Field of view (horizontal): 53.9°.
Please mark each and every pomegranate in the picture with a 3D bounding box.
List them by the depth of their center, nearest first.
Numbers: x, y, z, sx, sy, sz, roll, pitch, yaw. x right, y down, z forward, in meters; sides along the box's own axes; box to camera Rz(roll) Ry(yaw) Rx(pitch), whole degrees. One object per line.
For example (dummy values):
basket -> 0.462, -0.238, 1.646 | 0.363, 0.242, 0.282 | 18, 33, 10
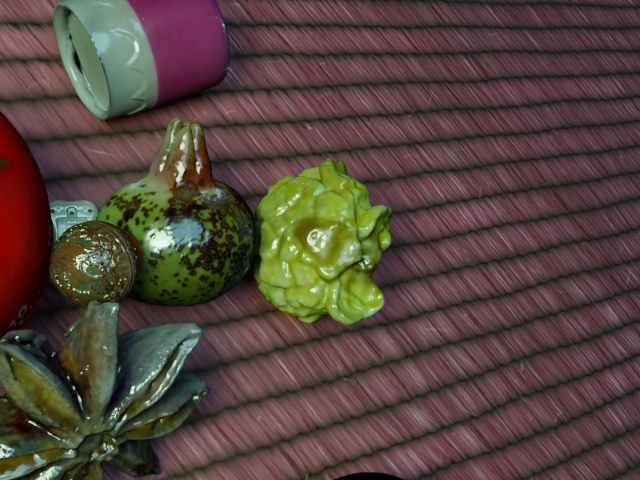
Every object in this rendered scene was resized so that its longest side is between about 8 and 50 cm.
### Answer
pomegranate -> -0.185, -0.038, 0.833 | 0.214, 0.214, 0.247 | 0, 107, -25

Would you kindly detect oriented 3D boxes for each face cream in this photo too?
face cream -> -0.257, -0.282, 0.910 | 0.195, 0.175, 0.175 | -28, 87, -29

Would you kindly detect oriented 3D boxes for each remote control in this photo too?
remote control -> -0.338, 0.004, 0.859 | 0.074, 0.032, 0.122 | -1, 73, -26

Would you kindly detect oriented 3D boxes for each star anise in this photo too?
star anise -> -0.273, 0.196, 0.718 | 0.332, 0.331, 0.117 | -20, 46, -29

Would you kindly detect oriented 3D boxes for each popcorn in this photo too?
popcorn -> 0.008, 0.005, 0.914 | 0.181, 0.217, 0.235 | 34, 88, -50

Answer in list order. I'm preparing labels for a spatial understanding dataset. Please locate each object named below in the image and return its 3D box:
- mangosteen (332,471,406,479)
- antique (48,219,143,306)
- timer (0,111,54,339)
mangosteen -> 0.066, 0.442, 0.788 | 0.288, 0.288, 0.288 | 8, 70, -23
antique -> -0.252, 0.027, 0.704 | 0.104, 0.104, 0.104 | 8, 70, -23
timer -> -0.482, -0.006, 0.654 | 0.378, 0.279, 0.378 | 7, 69, -20
